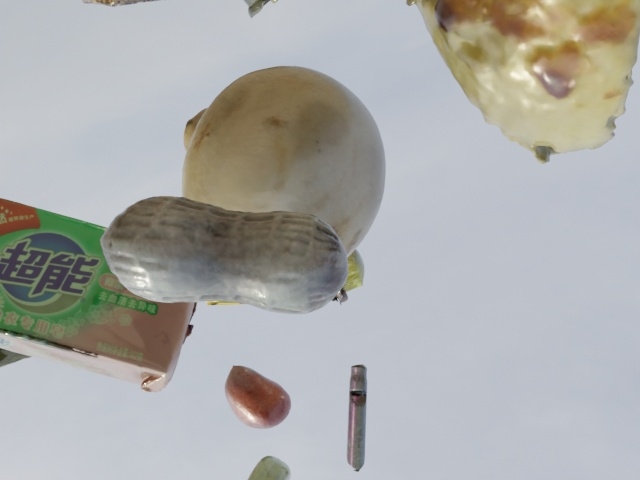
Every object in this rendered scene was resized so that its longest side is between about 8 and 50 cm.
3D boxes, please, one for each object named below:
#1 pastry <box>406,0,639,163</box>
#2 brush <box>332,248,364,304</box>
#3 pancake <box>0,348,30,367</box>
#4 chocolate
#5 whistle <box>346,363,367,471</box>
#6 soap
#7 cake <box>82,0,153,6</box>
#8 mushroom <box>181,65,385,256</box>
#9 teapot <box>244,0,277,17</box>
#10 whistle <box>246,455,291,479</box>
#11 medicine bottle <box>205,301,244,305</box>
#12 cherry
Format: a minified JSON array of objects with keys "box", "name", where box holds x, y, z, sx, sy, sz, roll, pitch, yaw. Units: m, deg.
[{"box":[0.148,-0.203,0.708,0.170,0.237,0.256,1,-113,9],"name":"pastry"},{"box":[0.002,0.001,1.474,0.067,0.072,0.313,-24,-152,-7],"name":"brush"},{"box":[-0.492,0.129,1.351,0.294,0.049,0.294,-6,-163,2],"name":"pancake"},{"box":[-0.064,0.010,0.641,0.167,0.072,0.072,8,-147,-1],"name":"chocolate"},{"box":[0.061,0.295,1.604,0.033,0.033,0.176,-3,-99,33],"name":"whistle"},{"box":[-0.280,0.059,1.122,0.273,0.098,0.218,17,-118,-8],"name":"soap"},{"box":[-0.277,-0.439,1.546,0.135,0.112,0.246,12,-158,42],"name":"cake"},{"box":[-0.053,-0.069,0.911,0.207,0.207,0.215,-39,-137,-22],"name":"mushroom"},{"box":[-0.085,-0.367,1.248,0.130,0.119,0.165,-34,-164,26],"name":"teapot"},{"box":[-0.103,0.407,1.442,0.067,0.126,0.258,24,-162,12],"name":"whistle"},{"box":[-0.187,-0.024,1.915,0.111,0.309,0.076,-1,171,1],"name":"medicine bottle"},{"box":[-0.111,0.276,1.649,0.087,0.126,0.106,-66,-175,-33],"name":"cherry"}]
